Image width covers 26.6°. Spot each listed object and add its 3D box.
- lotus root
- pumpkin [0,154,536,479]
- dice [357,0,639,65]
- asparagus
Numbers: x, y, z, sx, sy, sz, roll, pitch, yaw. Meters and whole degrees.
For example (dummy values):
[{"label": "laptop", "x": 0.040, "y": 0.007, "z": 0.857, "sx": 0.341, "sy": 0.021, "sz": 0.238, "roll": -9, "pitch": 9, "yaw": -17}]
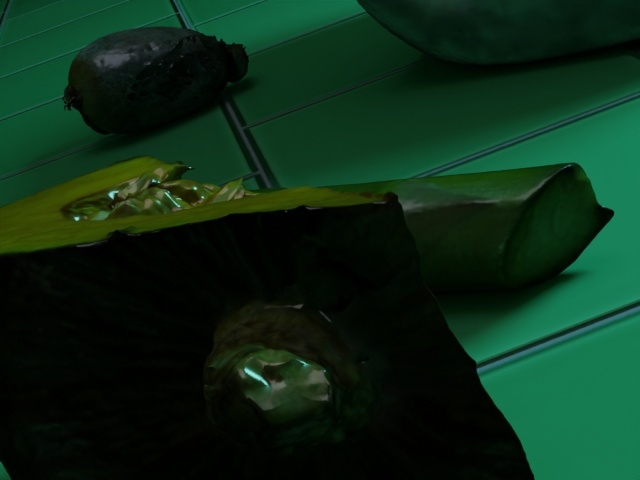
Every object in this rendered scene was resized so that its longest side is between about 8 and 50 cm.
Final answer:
[{"label": "lotus root", "x": -0.131, "y": -0.135, "z": 1.102, "sx": 0.165, "sy": 0.088, "sz": 0.088, "roll": -15, "pitch": 18, "yaw": -18}, {"label": "pumpkin", "x": -0.052, "y": 0.048, "z": 0.478, "sx": 0.126, "sy": 0.131, "sz": 0.248, "roll": -20, "pitch": 13, "yaw": -27}, {"label": "dice", "x": 0.189, "y": -0.332, "z": 0.942, "sx": 0.348, "sy": 0.330, "sz": 0.328, "roll": -8, "pitch": 24, "yaw": 34}, {"label": "asparagus", "x": 0.001, "y": 0.002, "z": 0.648, "sx": 0.277, "sy": 0.060, "sz": 0.067, "roll": -3, "pitch": 6, "yaw": 39}]
